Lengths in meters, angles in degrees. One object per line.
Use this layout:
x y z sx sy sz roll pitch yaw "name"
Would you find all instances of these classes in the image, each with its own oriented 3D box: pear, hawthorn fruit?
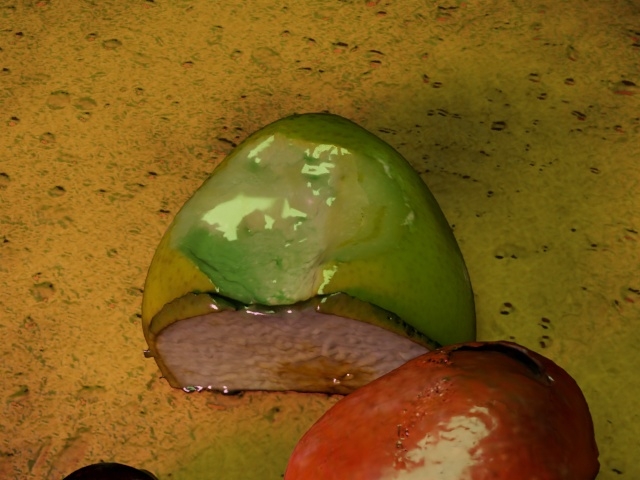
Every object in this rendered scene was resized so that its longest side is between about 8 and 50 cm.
0.000 0.000 1.185 0.292 0.159 0.292 -7 47 8 "pear"
0.057 0.193 0.975 0.299 0.211 0.211 -19 50 -10 "hawthorn fruit"

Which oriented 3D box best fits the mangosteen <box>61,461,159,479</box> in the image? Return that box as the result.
-0.142 0.226 1.065 0.140 0.140 0.140 -7 50 8 "mangosteen"
